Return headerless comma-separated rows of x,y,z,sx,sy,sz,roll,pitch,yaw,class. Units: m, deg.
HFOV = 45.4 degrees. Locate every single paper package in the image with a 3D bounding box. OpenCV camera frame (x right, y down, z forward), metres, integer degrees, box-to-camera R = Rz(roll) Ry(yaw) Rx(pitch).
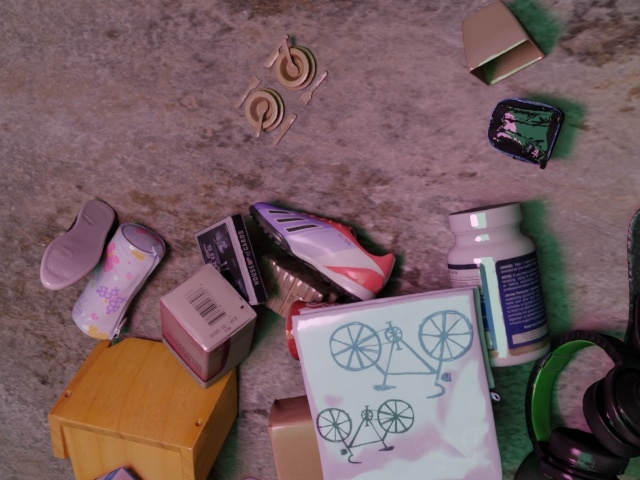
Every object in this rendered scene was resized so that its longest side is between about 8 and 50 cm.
0.089,0.438,1.424,0.325,0.168,0.309,-9,95,5,paper package

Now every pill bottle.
0.303,0.073,1.324,0.153,0.153,0.264,-7,95,26,pill bottle

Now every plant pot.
0.300,-0.339,1.292,0.109,0.109,0.096,-25,75,27,plant pot

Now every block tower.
0.020,0.145,1.504,0.335,0.091,0.097,34,110,18,block tower

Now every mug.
0.042,0.171,1.406,0.169,0.150,0.113,-3,60,22,mug

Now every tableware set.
-0.088,-0.300,1.513,0.128,0.039,0.194,45,114,13,tableware set

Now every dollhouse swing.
-0.366,0.445,1.698,0.347,0.315,0.304,6,132,19,dollhouse swing

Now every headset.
0.475,0.319,1.213,0.185,0.394,0.243,14,120,-21,headset

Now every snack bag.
0.136,0.264,1.290,0.323,0.037,0.342,-11,91,13,snack bag

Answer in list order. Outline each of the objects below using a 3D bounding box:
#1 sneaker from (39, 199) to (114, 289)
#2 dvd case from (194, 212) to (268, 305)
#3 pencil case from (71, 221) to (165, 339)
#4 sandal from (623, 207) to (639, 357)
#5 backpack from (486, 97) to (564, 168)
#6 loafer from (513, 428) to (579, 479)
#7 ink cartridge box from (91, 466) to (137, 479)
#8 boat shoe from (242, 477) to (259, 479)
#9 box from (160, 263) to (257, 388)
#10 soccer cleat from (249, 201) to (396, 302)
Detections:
-0.539,0.046,1.672,0.105,0.295,0.147,25,123,-10,sneaker
-0.186,0.050,1.548,0.239,0.030,0.179,-18,89,62,dvd case
-0.451,0.093,1.706,0.124,0.113,0.273,46,114,31,pencil case
0.567,0.158,1.237,0.168,0.107,0.445,-7,95,26,sandal
0.346,-0.188,1.300,0.114,0.084,0.105,20,106,16,backpack
0.407,0.406,1.378,0.062,0.061,0.170,42,113,13,loafer
-0.440,0.567,1.593,0.191,0.082,0.139,-30,105,36,ink cartridge box
-0.081,0.588,1.624,0.268,0.088,0.096,21,106,21,boat shoe
-0.229,0.178,1.542,0.148,0.127,0.232,45,153,15,box
0.000,0.000,1.498,0.318,0.108,0.116,35,88,21,soccer cleat
